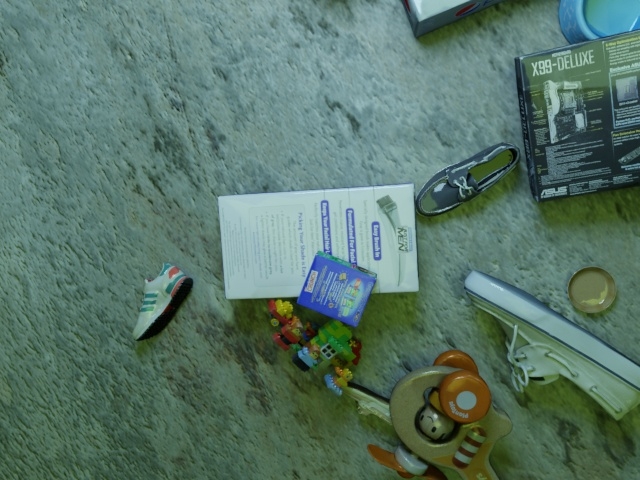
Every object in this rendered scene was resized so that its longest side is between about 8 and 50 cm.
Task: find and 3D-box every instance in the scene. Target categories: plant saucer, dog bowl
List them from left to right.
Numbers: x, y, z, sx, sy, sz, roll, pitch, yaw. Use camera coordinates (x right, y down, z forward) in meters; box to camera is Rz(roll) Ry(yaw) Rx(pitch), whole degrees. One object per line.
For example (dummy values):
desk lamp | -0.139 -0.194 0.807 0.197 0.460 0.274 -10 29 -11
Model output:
plant saucer | 0.480 0.086 1.007 0.083 0.015 0.083 0 93 5
dog bowl | 0.543 -0.358 0.922 0.297 0.074 0.166 27 112 4

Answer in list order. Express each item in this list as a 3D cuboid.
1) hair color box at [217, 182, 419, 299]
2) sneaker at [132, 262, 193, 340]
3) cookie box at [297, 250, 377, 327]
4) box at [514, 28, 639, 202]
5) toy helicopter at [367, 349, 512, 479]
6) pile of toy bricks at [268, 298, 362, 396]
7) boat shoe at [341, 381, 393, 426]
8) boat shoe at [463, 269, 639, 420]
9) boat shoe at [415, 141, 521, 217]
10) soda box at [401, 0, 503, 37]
hair color box | 0.000 0.000 1.005 0.339 0.110 0.185 -3 95 8
sneaker | -0.314 0.114 1.078 0.075 0.057 0.161 40 98 19
cookie box | 0.027 0.079 0.937 0.107 0.040 0.092 22 99 3
box | 0.485 -0.207 0.906 0.307 0.076 0.242 -10 106 16
toy helicopter | 0.242 0.387 0.995 0.235 0.140 0.355 -33 94 8
pile of toy bricks | 0.011 0.171 0.982 0.105 0.118 0.212 -40 115 7
boat shoe | 0.089 0.303 1.044 0.135 0.050 0.045 25 91 4
boat shoe | 0.380 0.199 0.977 0.367 0.136 0.156 31 99 -7
boat shoe | 0.256 -0.108 0.993 0.206 0.065 0.075 -31 90 7
soda box | 0.279 -0.454 0.954 0.286 0.091 0.098 -20 91 7
